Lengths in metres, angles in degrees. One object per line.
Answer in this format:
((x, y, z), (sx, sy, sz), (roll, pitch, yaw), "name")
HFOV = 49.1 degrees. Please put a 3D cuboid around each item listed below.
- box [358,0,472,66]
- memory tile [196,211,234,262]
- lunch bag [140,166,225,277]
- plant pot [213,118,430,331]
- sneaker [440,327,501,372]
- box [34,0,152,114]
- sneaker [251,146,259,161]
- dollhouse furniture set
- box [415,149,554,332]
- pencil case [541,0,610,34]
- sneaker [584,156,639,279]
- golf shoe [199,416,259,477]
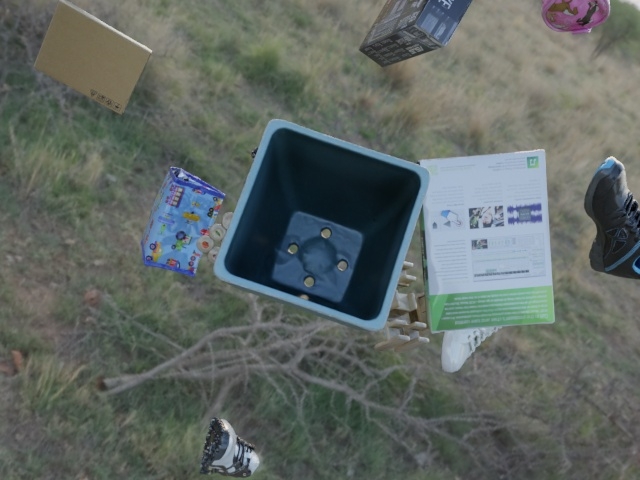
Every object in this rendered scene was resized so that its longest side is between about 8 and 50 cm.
((0.214, -0.487, 1.409), (0.076, 0.243, 0.307), (31, -4, -18), "box")
((-0.190, 0.020, 1.537), (0.148, 0.113, 0.012), (49, -3, -25), "memory tile")
((-0.383, -0.066, 1.785), (0.138, 0.221, 0.293), (18, 7, -30), "lunch bag")
((0.000, 0.000, 1.091), (0.247, 0.247, 0.252), (19, -13, 2), "plant pot")
((0.359, 0.167, 1.523), (0.123, 0.106, 0.290), (16, 61, 31), "sneaker")
((-0.472, -0.377, 1.453), (0.201, 0.164, 0.021), (28, 30, -14), "box")
((-0.171, -0.230, 2.032), (0.058, 0.085, 0.152), (0, 14, -3), "sneaker")
((0.193, 0.184, 1.792), (0.242, 0.161, 0.212), (14, 57, -42), "dollhouse furniture set")
((0.303, 0.002, 1.299), (0.232, 0.322, 0.058), (-4, 4, 1), "box")
((0.602, -0.686, 1.679), (0.167, 0.160, 0.386), (15, 66, -20), "pencil case")
((0.695, -0.046, 1.598), (0.139, 0.125, 0.341), (24, -29, 43), "sneaker")
((-0.138, 0.329, 1.101), (0.093, 0.198, 0.077), (13, 65, -5), "golf shoe")
